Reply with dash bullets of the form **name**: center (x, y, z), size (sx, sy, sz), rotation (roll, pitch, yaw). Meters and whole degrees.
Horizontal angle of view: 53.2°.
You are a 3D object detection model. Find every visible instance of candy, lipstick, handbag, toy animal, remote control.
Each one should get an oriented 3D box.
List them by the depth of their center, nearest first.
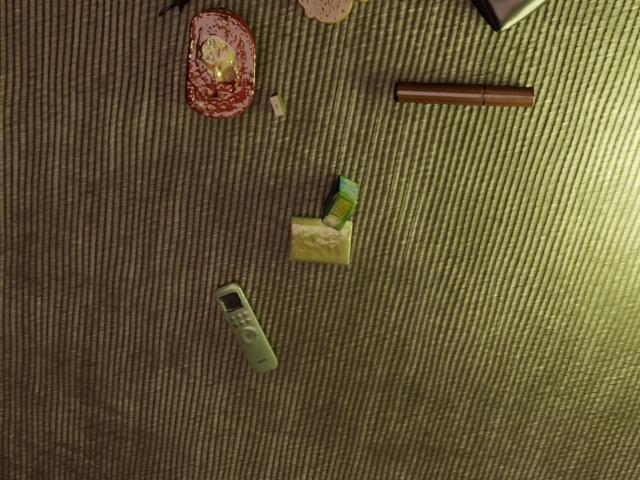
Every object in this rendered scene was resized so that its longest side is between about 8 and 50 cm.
- **handbag**: center (0.473, -0.675, 1.520), size (0.285, 0.113, 0.257), rotation (-35, 98, 22)
- **toy animal**: center (-0.335, -0.645, 1.624), size (0.202, 0.070, 0.105), rotation (-17, 119, 5)
- **lipstick**: center (0.370, -0.379, 1.662), size (0.356, 0.057, 0.057), rotation (4, 110, 4)
- **candy**: center (0.051, -0.104, 1.710), size (0.062, 0.194, 0.097), rotation (27, 109, -7)
- **remote control**: center (-0.224, 0.266, 1.947), size (0.090, 0.038, 0.310), rotation (-21, 107, 11)

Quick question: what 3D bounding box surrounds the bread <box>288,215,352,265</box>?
- **bread**: center (0.000, 0.000, 1.823), size (0.178, 0.060, 0.140), rotation (7, 111, 1)

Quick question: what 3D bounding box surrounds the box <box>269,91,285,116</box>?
- **box**: center (-0.113, -0.360, 1.689), size (0.024, 0.083, 0.053), rotation (-18, 107, 5)

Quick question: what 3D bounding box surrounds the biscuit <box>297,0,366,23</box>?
- **biscuit**: center (0.046, -0.641, 1.602), size (0.166, 0.036, 0.225), rotation (36, 111, -8)

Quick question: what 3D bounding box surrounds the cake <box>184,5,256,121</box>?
- **cake**: center (-0.253, -0.450, 1.637), size (0.176, 0.151, 0.283), rotation (5, 111, -10)
